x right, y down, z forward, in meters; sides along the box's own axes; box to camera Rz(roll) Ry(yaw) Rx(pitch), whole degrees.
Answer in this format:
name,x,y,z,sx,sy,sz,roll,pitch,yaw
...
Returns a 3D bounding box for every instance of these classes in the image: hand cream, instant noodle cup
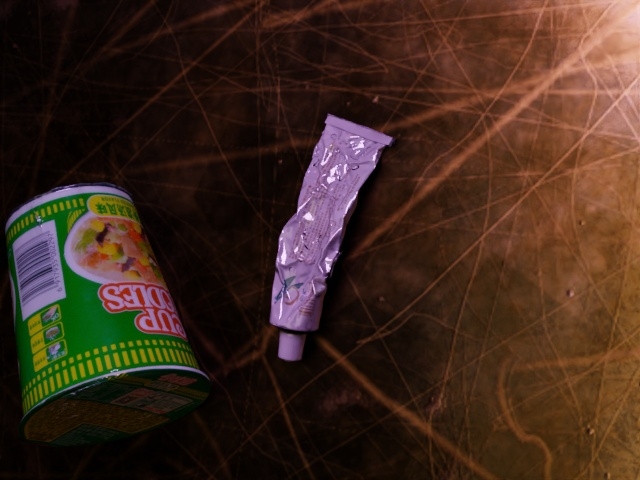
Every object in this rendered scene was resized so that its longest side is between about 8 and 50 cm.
name,x,y,z,sx,sy,sz,roll,pitch,yaw
hand cream,-0.002,0.000,1.794,0.084,0.050,0.257,18,90,30
instant noodle cup,-0.243,0.074,1.834,0.207,0.207,0.233,-27,67,22
